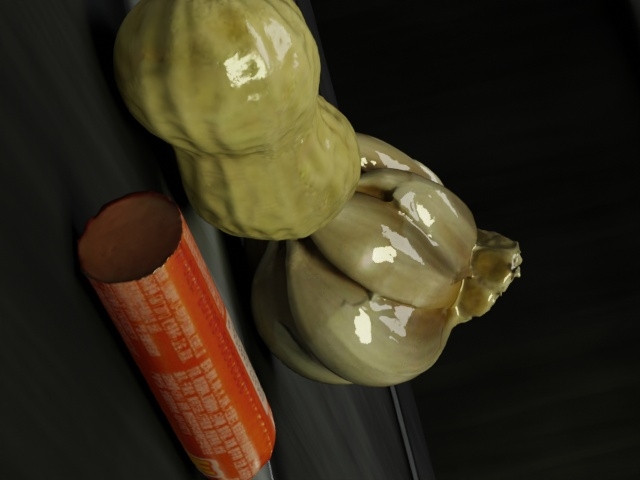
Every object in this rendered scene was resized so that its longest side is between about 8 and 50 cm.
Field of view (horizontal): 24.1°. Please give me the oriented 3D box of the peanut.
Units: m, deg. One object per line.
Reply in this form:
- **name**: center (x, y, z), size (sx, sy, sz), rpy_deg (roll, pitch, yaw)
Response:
- **peanut**: center (-0.028, -0.050, 0.618), size (0.187, 0.082, 0.082), rpy_deg (60, 14, -60)

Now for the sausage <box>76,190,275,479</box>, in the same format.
- **sausage**: center (-0.040, 0.039, 0.473), size (0.129, 0.034, 0.034), rpy_deg (70, 6, -49)

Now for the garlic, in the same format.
- **garlic**: center (0.000, 0.000, 0.755), size (0.194, 0.127, 0.131), rpy_deg (33, 13, -43)
